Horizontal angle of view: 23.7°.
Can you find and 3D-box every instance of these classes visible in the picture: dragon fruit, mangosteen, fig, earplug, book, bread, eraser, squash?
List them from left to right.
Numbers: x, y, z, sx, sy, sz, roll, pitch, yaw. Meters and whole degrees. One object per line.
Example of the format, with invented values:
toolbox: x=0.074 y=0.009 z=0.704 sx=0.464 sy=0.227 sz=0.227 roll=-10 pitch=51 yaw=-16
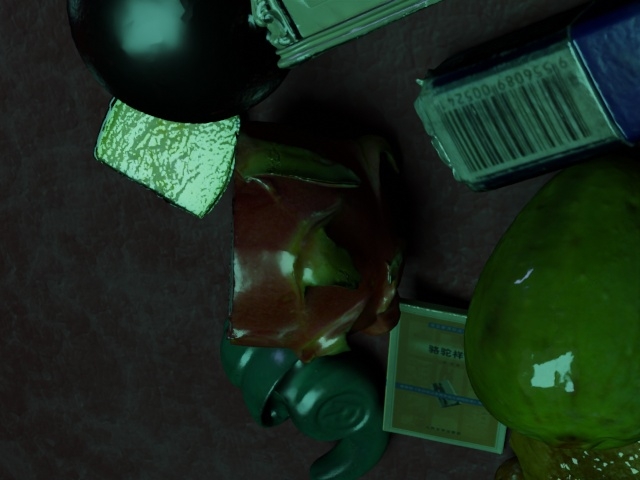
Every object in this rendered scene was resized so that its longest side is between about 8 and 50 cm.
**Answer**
mangosteen: x=-0.162 y=-0.284 z=1.696 sx=0.313 sy=0.297 sz=0.297 roll=25 pitch=135 yaw=11
squash: x=-0.177 y=-0.149 z=1.992 sx=0.192 sy=0.085 sz=0.184 roll=30 pitch=107 yaw=9
earplug: x=-0.023 y=0.203 z=2.119 sx=0.280 sy=0.164 sz=0.257 roll=45 pitch=173 yaw=14
dragon fruit: x=0.000 y=0.000 z=1.845 sx=0.226 sy=0.305 sz=0.305 roll=5 pitch=131 yaw=-2
book: x=0.170 y=0.181 z=1.999 sx=0.170 sy=0.018 sz=0.241 roll=10 pitch=131 yaw=10
eraser: x=0.263 y=-0.164 z=1.628 sx=0.332 sy=0.101 sz=0.155 roll=-18 pitch=110 yaw=42
fig: x=0.288 y=0.065 z=1.659 sx=0.258 sy=0.258 sz=0.326 roll=4 pitch=82 yaw=34
bread: x=0.358 y=0.261 z=1.870 sx=0.268 sy=0.146 sz=0.268 roll=23 pitch=135 yaw=25

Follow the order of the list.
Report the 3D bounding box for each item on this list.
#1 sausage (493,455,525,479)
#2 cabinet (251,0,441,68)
sausage: x=0.315 y=0.345 z=2.015 sx=0.179 sy=0.089 sz=0.089 roll=33 pitch=136 yaw=5
cabinet: x=0.028 y=-0.387 z=1.482 sx=0.227 sy=0.290 sz=0.318 roll=-19 pitch=109 yaw=41
